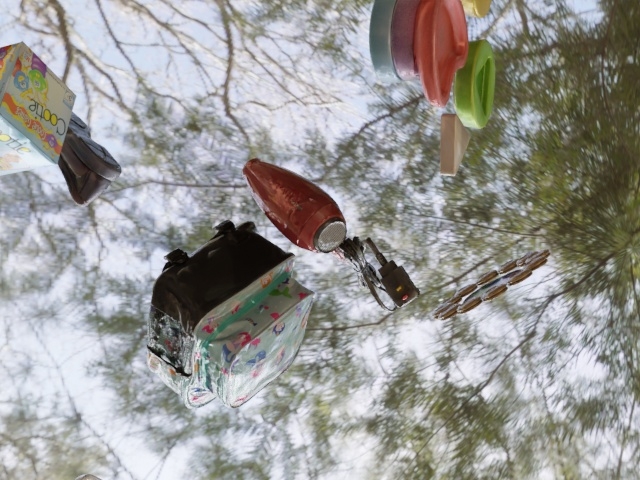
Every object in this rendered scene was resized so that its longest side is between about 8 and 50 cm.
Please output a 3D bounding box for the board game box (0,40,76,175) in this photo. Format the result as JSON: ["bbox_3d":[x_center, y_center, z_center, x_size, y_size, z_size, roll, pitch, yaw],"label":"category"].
[{"bbox_3d":[-0.557,-0.195,1.412,0.275,0.144,0.142,-7,-122,22],"label":"board game box"}]

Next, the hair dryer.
[{"bbox_3d":[0.000,0.000,1.188,0.080,0.223,0.293,-43,-91,-10],"label":"hair dryer"}]

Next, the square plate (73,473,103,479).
[{"bbox_3d":[-0.420,0.544,1.438,0.347,0.344,0.049,-45,-125,-8],"label":"square plate"}]

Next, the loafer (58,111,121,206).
[{"bbox_3d":[-0.456,-0.167,1.556,0.095,0.109,0.302,-53,-131,7],"label":"loafer"}]

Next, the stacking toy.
[{"bbox_3d":[0.151,-0.265,1.248,0.130,0.309,0.279,6,-53,24],"label":"stacking toy"}]

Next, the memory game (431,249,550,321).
[{"bbox_3d":[0.235,0.061,1.221,0.186,0.186,0.012,-30,-90,17],"label":"memory game"}]

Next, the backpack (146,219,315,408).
[{"bbox_3d":[-0.135,0.126,1.268,0.191,0.225,0.253,41,-40,16],"label":"backpack"}]
